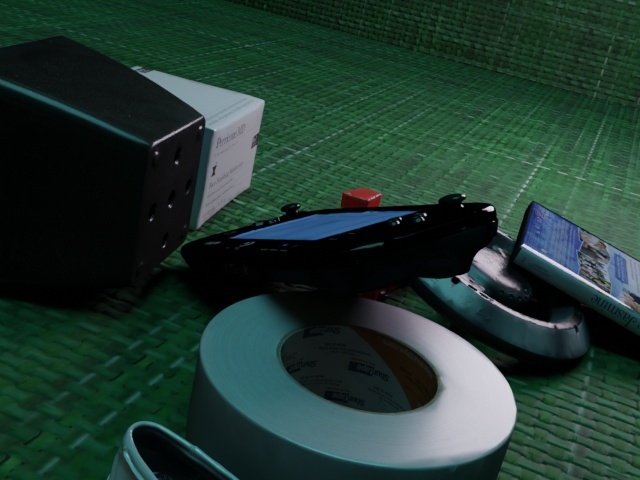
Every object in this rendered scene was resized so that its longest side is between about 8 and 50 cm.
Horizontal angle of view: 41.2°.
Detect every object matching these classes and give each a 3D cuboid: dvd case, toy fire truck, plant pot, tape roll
[{"bbox_3d":[0.323,0.050,0.902,0.253,0.022,0.180,31,24,7],"label":"dvd case"},{"bbox_3d":[0.049,0.000,0.926,0.135,0.047,0.192,23,25,25],"label":"toy fire truck"},{"bbox_3d":[-0.205,-0.058,0.744,0.167,0.187,0.188,16,22,7],"label":"plant pot"},{"bbox_3d":[0.020,0.116,0.592,0.219,0.072,0.219,11,22,-5],"label":"tape roll"}]

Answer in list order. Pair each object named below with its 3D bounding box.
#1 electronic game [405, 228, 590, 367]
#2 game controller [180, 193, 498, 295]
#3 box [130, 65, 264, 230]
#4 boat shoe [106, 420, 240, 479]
[{"bbox_3d":[0.165,0.041,0.842,0.229,0.048,0.229,25,26,-13],"label":"electronic game"},{"bbox_3d":[0.000,0.000,0.726,0.166,0.067,0.319,-6,3,-29],"label":"game controller"},{"bbox_3d":[-0.182,-0.113,0.983,0.182,0.119,0.181,16,22,9],"label":"box"},{"bbox_3d":[-0.047,0.159,0.460,0.066,0.063,0.184,-10,31,-44],"label":"boat shoe"}]
